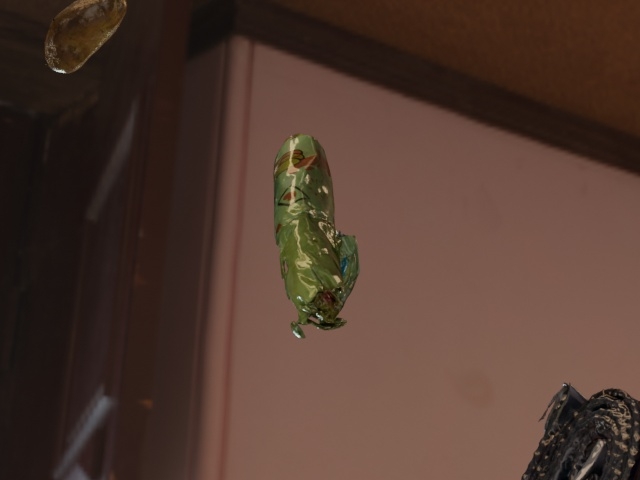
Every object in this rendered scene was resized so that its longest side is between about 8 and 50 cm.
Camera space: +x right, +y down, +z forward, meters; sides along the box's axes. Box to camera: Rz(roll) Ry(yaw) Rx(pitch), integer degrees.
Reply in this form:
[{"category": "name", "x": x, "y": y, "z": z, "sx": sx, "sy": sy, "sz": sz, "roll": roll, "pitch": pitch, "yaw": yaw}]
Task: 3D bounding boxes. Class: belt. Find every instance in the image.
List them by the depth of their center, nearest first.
[{"category": "belt", "x": 0.189, "y": 0.219, "z": 0.852, "sx": 0.128, "sy": 0.218, "sz": 0.122, "roll": 42, "pitch": 160, "yaw": -26}]

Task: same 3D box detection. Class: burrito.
[{"category": "burrito", "x": 0.000, "y": 0.000, "z": 1.204, "sx": 0.054, "sy": 0.288, "sz": 0.104, "roll": -34, "pitch": 119, "yaw": 18}]

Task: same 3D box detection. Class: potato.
[{"category": "potato", "x": -0.210, "y": -0.187, "z": 1.114, "sx": 0.046, "sy": 0.045, "sz": 0.092, "roll": 42, "pitch": 100, "yaw": -20}]
